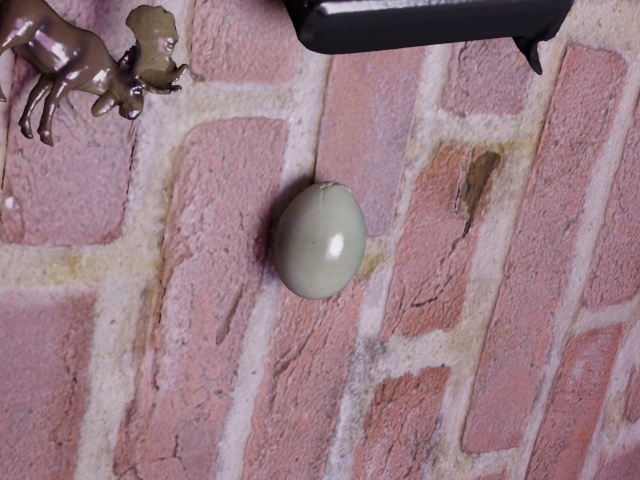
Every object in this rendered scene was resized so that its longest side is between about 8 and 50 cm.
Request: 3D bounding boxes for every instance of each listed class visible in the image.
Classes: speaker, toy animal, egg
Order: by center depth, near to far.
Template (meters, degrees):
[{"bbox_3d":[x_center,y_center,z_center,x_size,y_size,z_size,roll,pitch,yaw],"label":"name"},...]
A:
[{"bbox_3d":[-0.242,-0.182,1.164,0.214,0.094,0.186,43,76,-34],"label":"toy animal"},{"bbox_3d":[0.114,-0.286,1.333,0.388,0.180,0.184,-8,151,-24],"label":"speaker"},{"bbox_3d":[0.000,0.000,1.426,0.114,0.114,0.152,6,107,-39],"label":"egg"}]
